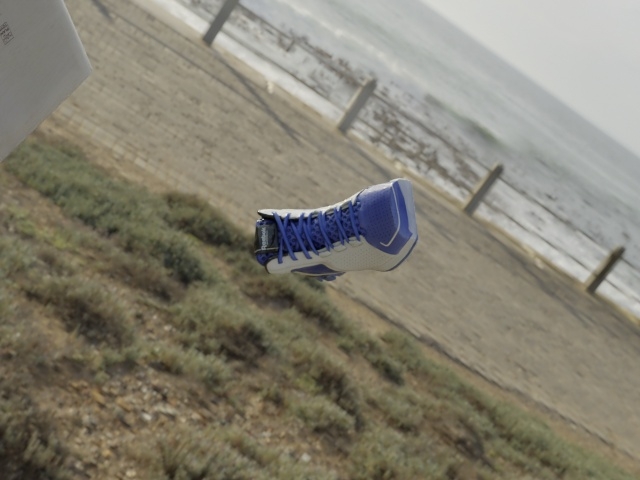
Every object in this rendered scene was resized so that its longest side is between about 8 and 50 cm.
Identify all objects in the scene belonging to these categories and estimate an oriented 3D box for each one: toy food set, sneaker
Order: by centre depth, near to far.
[{"bbox_3d":[-0.392,-0.229,1.020,0.093,0.219,0.306,0,38,22],"label":"toy food set"},{"bbox_3d":[-0.001,0.000,1.430,0.182,0.316,0.127,1,75,-35],"label":"sneaker"}]
